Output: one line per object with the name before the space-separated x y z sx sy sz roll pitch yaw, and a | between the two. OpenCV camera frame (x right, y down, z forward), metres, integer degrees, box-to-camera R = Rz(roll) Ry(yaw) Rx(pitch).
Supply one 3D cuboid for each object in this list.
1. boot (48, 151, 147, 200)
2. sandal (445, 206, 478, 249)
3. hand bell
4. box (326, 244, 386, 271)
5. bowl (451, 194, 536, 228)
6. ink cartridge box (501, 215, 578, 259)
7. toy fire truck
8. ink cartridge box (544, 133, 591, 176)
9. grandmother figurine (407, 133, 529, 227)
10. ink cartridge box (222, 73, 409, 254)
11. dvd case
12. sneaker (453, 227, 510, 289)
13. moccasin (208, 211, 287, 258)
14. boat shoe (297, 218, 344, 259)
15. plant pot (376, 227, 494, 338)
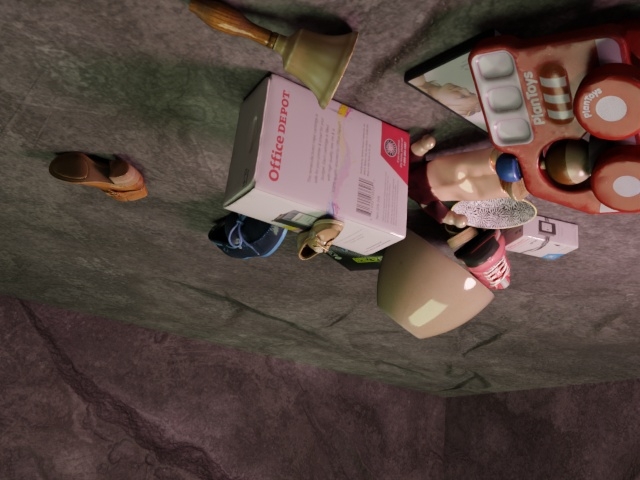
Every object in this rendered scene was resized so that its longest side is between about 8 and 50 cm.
boot | -0.497 -0.134 1.655 0.197 0.073 0.152 7 164 6
sandal | 0.319 -0.041 1.648 0.088 0.079 0.240 -32 176 20
hand bell | -0.078 -0.302 1.083 0.242 0.126 0.126 24 157 -8
box | 0.123 0.030 1.941 0.190 0.045 0.184 -5 154 29
bowl | 0.356 -0.091 1.498 0.170 0.080 0.170 6 160 2
ink cartridge box | 0.490 -0.012 1.697 0.180 0.060 0.104 11 159 -13
toy fire truck | 0.367 -0.169 1.065 0.254 0.169 0.302 0 130 34
ink cartridge box | 0.524 -0.164 1.227 0.237 0.100 0.172 -15 151 43
grandmother figurine | 0.231 -0.114 1.412 0.342 0.104 0.208 -1 116 44
ink cartridge box | 0.002 -0.127 1.304 0.306 0.226 0.131 18 155 -26
dvd case | 0.286 -0.245 1.196 0.253 0.022 0.180 22 154 -36
sneaker | 0.392 0.048 1.663 0.116 0.136 0.314 -39 175 7
moccasin | -0.184 -0.018 1.778 0.117 0.138 0.342 21 155 -23
boat shoe | 0.000 0.000 1.254 0.050 0.045 0.135 15 157 -20
plant pot | 0.245 0.123 1.753 0.284 0.191 0.284 37 -179 0
